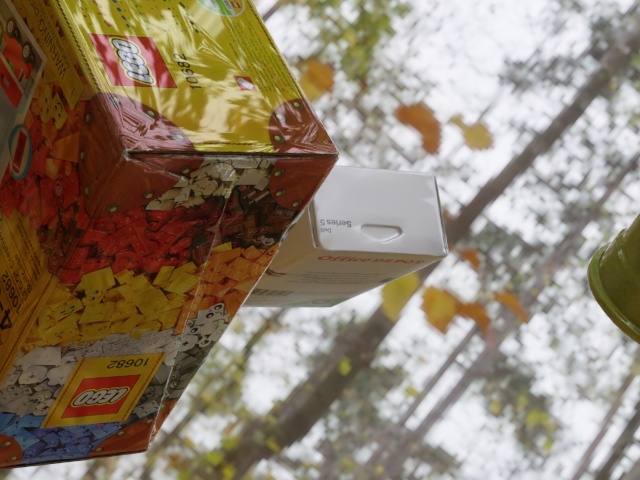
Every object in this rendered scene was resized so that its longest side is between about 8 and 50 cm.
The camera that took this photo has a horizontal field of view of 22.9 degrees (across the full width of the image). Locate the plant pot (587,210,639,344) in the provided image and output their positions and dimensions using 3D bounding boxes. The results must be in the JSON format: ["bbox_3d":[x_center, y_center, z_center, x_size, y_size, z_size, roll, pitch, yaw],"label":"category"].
[{"bbox_3d":[0.500,-0.013,1.906,0.276,0.276,0.253,33,-56,18],"label":"plant pot"}]

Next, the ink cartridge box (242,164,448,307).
[{"bbox_3d":[0.000,0.000,1.987,0.198,0.114,0.273,3,-17,-33],"label":"ink cartridge box"}]

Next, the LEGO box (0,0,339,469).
[{"bbox_3d":[-0.237,-0.122,1.322,0.372,0.193,0.500,-56,-131,37],"label":"LEGO box"}]
